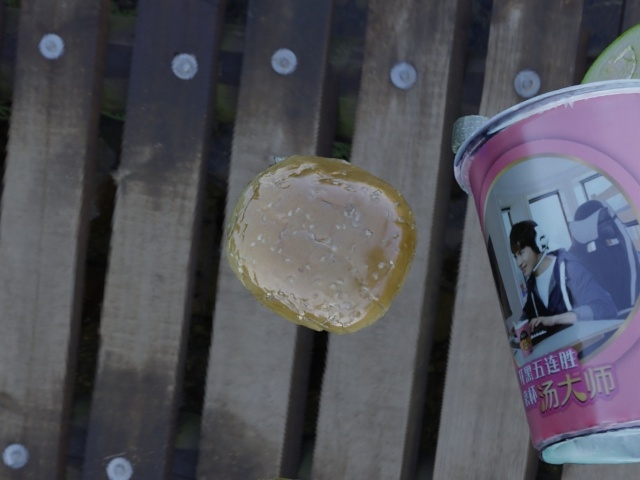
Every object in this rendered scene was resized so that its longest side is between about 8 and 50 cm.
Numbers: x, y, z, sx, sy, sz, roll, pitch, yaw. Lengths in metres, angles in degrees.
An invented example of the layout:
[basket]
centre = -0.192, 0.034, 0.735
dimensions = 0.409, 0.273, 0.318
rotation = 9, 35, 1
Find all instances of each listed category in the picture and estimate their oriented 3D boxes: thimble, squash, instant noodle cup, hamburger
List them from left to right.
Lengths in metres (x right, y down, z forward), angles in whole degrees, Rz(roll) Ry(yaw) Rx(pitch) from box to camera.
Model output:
[hamburger]
centre = 0.000, 0.001, 1.301
dimensions = 0.283, 0.144, 0.259
rotation = 18, 85, 12
[thimble]
centre = 0.305, -0.205, 1.706
dimensions = 0.084, 0.110, 0.062
rotation = 8, 77, 2
[instant noodle cup]
centre = 0.234, 0.039, 0.680
dimensions = 0.244, 0.244, 0.255
rotation = -8, 67, 13
[squash]
centre = 0.665, -0.222, 1.645
dimensions = 0.309, 0.233, 0.210
rotation = 34, 117, -21

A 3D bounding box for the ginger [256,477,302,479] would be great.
[ginger]
centre = 0.020, 0.232, 0.657
dimensions = 0.205, 0.115, 0.081
rotation = 16, 59, 17
